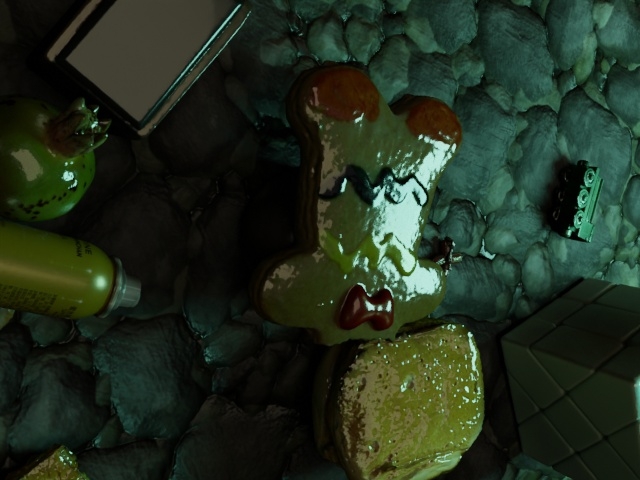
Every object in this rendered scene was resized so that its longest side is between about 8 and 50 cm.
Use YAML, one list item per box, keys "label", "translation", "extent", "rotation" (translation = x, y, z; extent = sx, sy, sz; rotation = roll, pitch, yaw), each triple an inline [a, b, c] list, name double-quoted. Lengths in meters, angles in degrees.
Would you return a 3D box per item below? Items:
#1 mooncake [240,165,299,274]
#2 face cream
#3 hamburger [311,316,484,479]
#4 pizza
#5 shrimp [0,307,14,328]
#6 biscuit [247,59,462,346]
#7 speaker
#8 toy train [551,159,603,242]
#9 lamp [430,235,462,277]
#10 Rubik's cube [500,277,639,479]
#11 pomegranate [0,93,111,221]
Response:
- label: "mooncake"
  translation: [0.000, 0.000, 1.073]
  extent: [0.245, 0.133, 0.245]
  rotation: [-10, 107, -36]
- label: "face cream"
  translation: [-0.383, 0.028, 0.805]
  extent: [0.349, 0.105, 0.105]
  rotation: [19, 87, -37]
- label: "hamburger"
  translation: [0.139, 0.272, 1.168]
  extent: [0.304, 0.174, 0.284]
  rotation: [-5, 99, -32]
- label: "pizza"
  translation: [-0.389, 0.372, 0.926]
  extent: [0.292, 0.058, 0.197]
  rotation: [9, 92, -34]
- label: "shrimp"
  translation: [-0.519, 0.093, 0.804]
  extent: [0.317, 0.062, 0.164]
  rotation: [-32, 109, -29]
- label: "biscuit"
  translation: [0.084, -0.034, 0.996]
  extent: [0.368, 0.076, 0.394]
  rotation: [8, 96, -38]
- label: "speaker"
  translation: [-0.233, -0.261, 0.852]
  extent: [0.153, 0.192, 0.231]
  rotation: [41, 80, -31]
- label: "toy train"
  translation: [0.555, -0.083, 1.439]
  extent: [0.111, 0.071, 0.170]
  rotation: [19, 86, -42]
- label: "lamp"
  translation: [0.233, 0.042, 1.278]
  extent: [0.083, 0.031, 0.063]
  rotation: [-46, 117, -13]
- label: "Rubik's cube"
  translation: [0.612, 0.300, 1.382]
  extent: [0.316, 0.319, 0.321]
  rotation: [-27, 112, -26]
- label: "pomegranate"
  translation: [-0.340, -0.106, 0.805]
  extent: [0.159, 0.205, 0.159]
  rotation: [42, 37, -43]
